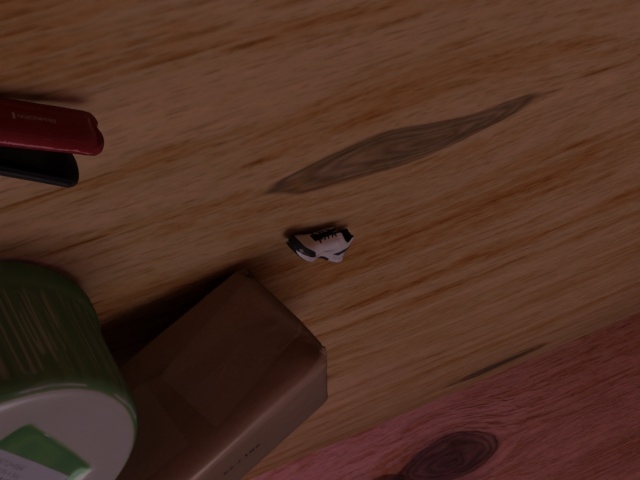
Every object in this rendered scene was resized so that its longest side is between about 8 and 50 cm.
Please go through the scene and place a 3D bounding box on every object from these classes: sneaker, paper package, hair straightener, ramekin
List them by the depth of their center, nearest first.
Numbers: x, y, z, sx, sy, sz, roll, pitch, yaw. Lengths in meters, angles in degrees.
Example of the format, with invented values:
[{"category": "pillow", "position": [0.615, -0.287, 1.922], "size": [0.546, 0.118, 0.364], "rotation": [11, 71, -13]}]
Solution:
[{"category": "hair straightener", "position": [-0.261, -0.056, 0.495], "size": [0.230, 0.047, 0.089], "rotation": [-3, 150, -45]}, {"category": "ramekin", "position": [-0.322, 0.180, 0.721], "size": [0.303, 0.148, 0.303], "rotation": [-29, 145, -22]}, {"category": "sneaker", "position": [0.000, 0.000, 0.947], "size": [0.109, 0.040, 0.044], "rotation": [1, 131, -56]}, {"category": "paper package", "position": [-0.155, 0.233, 1.021], "size": [0.325, 0.168, 0.309], "rotation": [-40, 164, -12]}]
